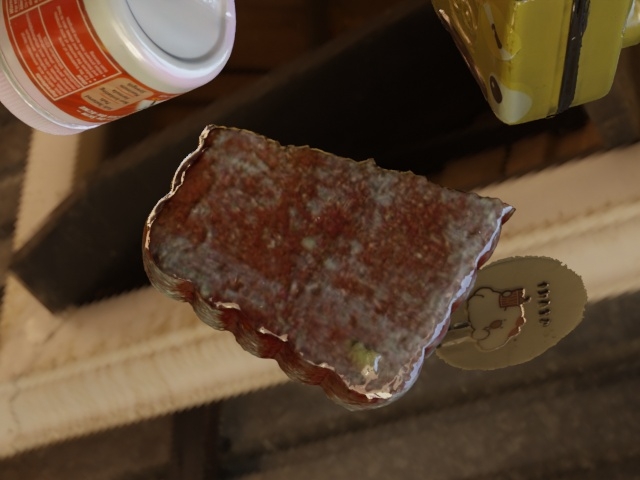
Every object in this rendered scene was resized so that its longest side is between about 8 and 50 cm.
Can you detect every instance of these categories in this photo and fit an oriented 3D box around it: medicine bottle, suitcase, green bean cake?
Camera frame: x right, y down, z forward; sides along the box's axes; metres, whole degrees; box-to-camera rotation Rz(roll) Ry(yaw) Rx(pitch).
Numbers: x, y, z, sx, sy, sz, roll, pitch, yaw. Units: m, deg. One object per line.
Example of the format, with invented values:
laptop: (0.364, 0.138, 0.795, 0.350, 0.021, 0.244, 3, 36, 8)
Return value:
medicine bottle: (-0.268, -0.281, 1.910, 0.240, 0.252, 0.252, -15, -132, 35)
suitcase: (0.187, -0.234, 1.314, 0.143, 0.235, 0.194, -17, -124, -10)
green bean cake: (0.000, 0.000, 1.126, 0.232, 0.097, 0.199, 28, -106, 0)

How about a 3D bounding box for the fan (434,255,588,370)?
fan: (0.148, 0.099, 1.761, 0.329, 0.009, 0.191, -16, -145, 16)
